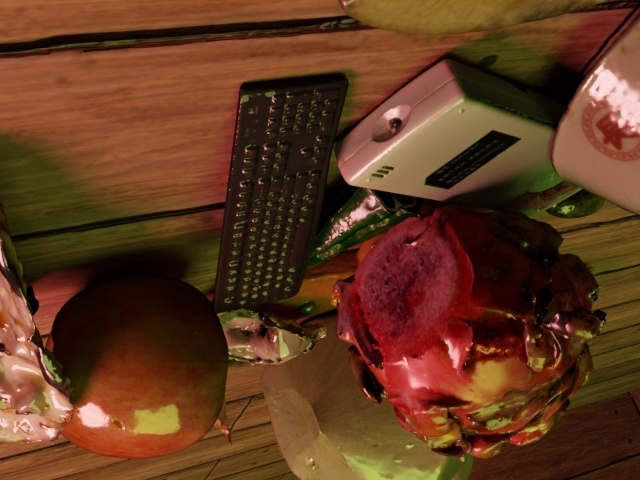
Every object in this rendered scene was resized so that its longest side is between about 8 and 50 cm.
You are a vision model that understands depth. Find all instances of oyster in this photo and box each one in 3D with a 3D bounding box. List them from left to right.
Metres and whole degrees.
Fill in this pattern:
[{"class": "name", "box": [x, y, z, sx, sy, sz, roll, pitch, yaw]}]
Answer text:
[{"class": "oyster", "box": [-0.269, 0.057, 0.686, 0.129, 0.078, 0.344, 8, 131, 4]}, {"class": "oyster", "box": [-0.069, 0.119, 1.026, 0.166, 0.053, 0.108, 26, 121, -36]}]

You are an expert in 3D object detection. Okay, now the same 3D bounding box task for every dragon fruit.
[{"class": "dragon fruit", "box": [0.177, 0.096, 0.913, 0.269, 0.250, 0.291, -41, 132, 22]}]

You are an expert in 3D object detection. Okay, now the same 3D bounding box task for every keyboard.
[{"class": "keyboard", "box": [-0.053, 0.003, 0.789, 0.104, 0.041, 0.381, -11, 147, -21]}]

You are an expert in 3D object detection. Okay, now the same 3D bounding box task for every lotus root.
[{"class": "lotus root", "box": [0.300, -0.051, 1.026, 0.099, 0.054, 0.049, -8, 134, -30]}]

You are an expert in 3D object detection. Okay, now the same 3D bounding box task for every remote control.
[{"class": "remote control", "box": [0.174, -0.087, 0.836, 0.145, 0.050, 0.344, -35, 154, 34]}]

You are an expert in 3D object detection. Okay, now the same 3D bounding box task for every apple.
[{"class": "apple", "box": [-0.188, 0.126, 0.858, 0.174, 0.188, 0.188, 5, 150, -23]}]

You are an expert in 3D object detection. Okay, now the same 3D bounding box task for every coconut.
[{"class": "coconut", "box": [0.067, 0.236, 1.204, 0.328, 0.328, 0.281, 15, 107, -55]}]

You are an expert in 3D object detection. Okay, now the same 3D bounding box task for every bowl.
[{"class": "bowl", "box": [0.395, -0.106, 0.770, 0.337, 0.157, 0.337, -21, 152, -12]}]

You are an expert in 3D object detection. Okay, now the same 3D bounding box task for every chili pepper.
[{"class": "chili pepper", "box": [0.000, 0.000, 0.889, 0.227, 0.059, 0.088, -34, 156, 35]}]

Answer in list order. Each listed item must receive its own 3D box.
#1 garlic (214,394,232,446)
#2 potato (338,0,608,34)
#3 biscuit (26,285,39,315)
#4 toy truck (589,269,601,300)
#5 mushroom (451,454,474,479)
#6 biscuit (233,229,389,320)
[{"class": "garlic", "box": [-0.187, 0.207, 1.154, 0.115, 0.128, 0.207, -65, 158, 1]}, {"class": "potato", "box": [0.108, -0.211, 0.417, 0.255, 0.112, 0.269, -24, 155, 21]}, {"class": "biscuit", "box": [-0.372, 0.104, 0.805, 0.151, 0.063, 0.235, -1, 144, -40]}, {"class": "toy truck", "box": [0.413, 0.095, 1.466, 0.136, 0.063, 0.074, -25, 177, 21]}, {"class": "mushroom", "box": [0.156, 0.380, 1.668, 0.298, 0.297, 0.290, -18, 131, -5]}, {"class": "biscuit", "box": [0.053, 0.048, 1.066, 0.324, 0.049, 0.205, -13, 157, -20]}]
